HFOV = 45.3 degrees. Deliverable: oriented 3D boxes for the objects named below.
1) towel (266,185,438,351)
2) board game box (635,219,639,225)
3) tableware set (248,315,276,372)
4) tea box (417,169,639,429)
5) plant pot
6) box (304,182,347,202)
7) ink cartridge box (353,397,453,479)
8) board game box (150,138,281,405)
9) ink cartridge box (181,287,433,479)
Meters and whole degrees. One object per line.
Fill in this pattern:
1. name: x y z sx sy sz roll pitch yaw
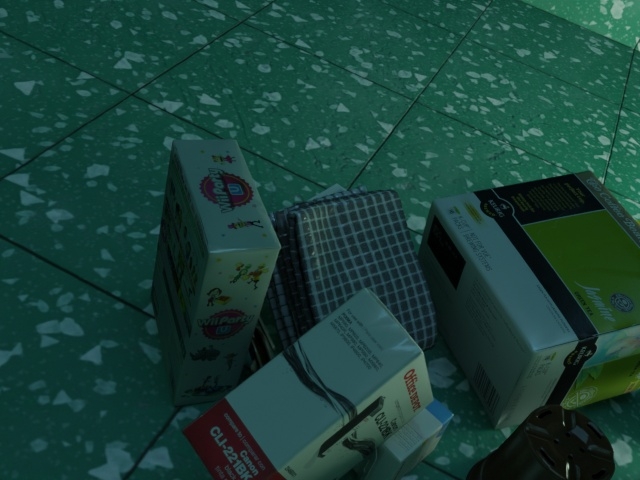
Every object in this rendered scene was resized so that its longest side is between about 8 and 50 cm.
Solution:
1. towel: 0.044 0.063 1.174 0.235 0.121 0.283 -15 90 -32
2. board game box: 0.616 0.024 1.597 0.194 0.060 0.194 14 41 -7
3. tableware set: -0.113 0.133 1.133 0.039 0.128 0.194 -19 48 -15
4. tea box: 0.373 0.086 1.264 0.324 0.220 0.329 -11 48 -16
5. plant pot: 0.303 0.322 1.043 0.167 0.165 0.167 11 40 -9
6. box: 0.000 0.000 1.339 0.114 0.103 0.203 36 42 19
7. ink cartridge box: 0.098 0.275 1.070 0.090 0.092 0.143 40 44 25
8. board game box: -0.160 0.046 1.063 0.098 0.303 0.224 -3 45 -23
9. ink cartridge box: -0.002 0.211 0.934 0.273 0.197 0.114 -38 61 -9
